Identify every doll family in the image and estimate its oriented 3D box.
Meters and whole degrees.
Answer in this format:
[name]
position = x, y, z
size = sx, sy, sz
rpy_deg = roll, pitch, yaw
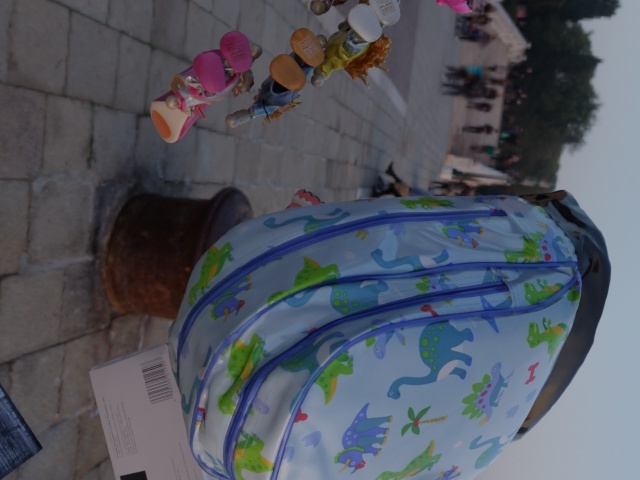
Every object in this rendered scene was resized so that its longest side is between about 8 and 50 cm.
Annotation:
[doll family]
position = -0.015, -0.172, 0.656
size = 0.263, 0.118, 0.163
rpy_deg = -39, -170, -7

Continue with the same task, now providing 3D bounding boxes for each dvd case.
[dvd case]
position = -0.534, 0.299, 0.997
size = 0.165, 0.018, 0.221
rpy_deg = 58, 26, -2

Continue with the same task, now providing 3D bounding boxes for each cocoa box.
[cocoa box]
position = -0.244, 0.364, 1.294
size = 0.228, 0.231, 0.348
rpy_deg = -4, 75, -59

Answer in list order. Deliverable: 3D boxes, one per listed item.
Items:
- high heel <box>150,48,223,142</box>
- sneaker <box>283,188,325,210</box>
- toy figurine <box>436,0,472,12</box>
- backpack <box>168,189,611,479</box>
[high heel]
position = -0.213, -0.244, 1.150
size = 0.117, 0.082, 0.244
rpy_deg = -36, 177, -28
[sneaker]
position = 0.000, 0.000, 1.431
size = 0.136, 0.313, 0.116
rpy_deg = -45, 123, -9
[toy figurine]
position = 0.232, -0.412, 0.993
size = 0.130, 0.173, 0.159
rpy_deg = 21, 83, -47
[backpack]
position = 0.050, 0.095, 0.589
size = 0.273, 0.355, 0.290
rpy_deg = -103, -151, -53
